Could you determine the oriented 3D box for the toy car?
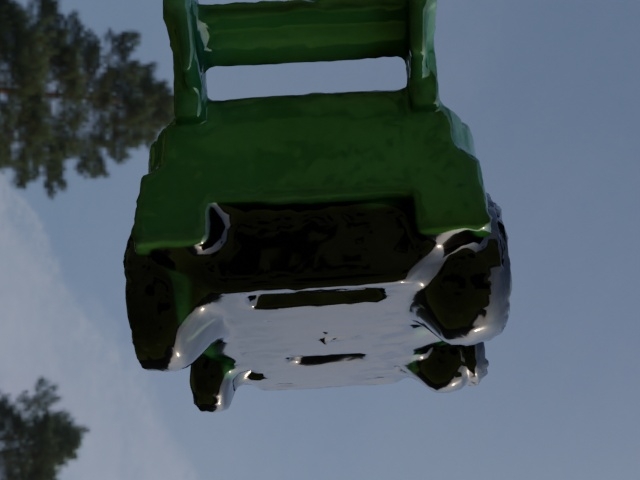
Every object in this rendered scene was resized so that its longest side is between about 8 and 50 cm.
[{"bbox_3d":[0.000,0.000,0.654,0.358,0.214,0.176,78,8,-71],"label":"toy car"}]
